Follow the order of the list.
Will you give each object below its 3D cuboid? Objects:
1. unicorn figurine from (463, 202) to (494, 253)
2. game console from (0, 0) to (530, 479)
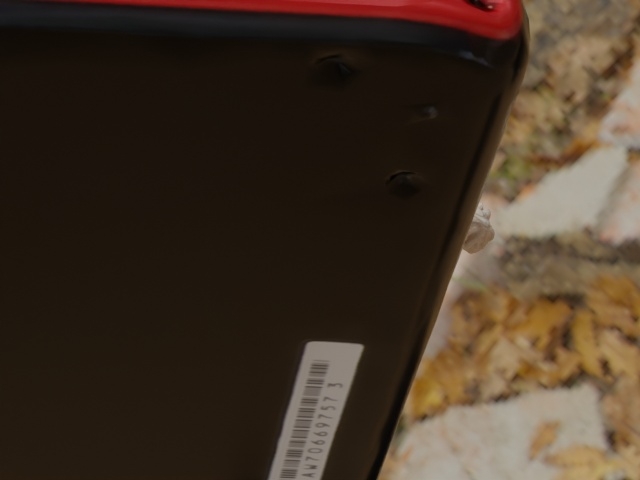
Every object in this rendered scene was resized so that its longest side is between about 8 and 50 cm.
[{"bbox_3d":[0.000,0.000,0.878,0.162,0.111,0.060,10,95,14],"label":"unicorn figurine"},{"bbox_3d":[-0.141,0.032,0.616,0.342,0.386,0.060,3,54,-9],"label":"game console"}]
